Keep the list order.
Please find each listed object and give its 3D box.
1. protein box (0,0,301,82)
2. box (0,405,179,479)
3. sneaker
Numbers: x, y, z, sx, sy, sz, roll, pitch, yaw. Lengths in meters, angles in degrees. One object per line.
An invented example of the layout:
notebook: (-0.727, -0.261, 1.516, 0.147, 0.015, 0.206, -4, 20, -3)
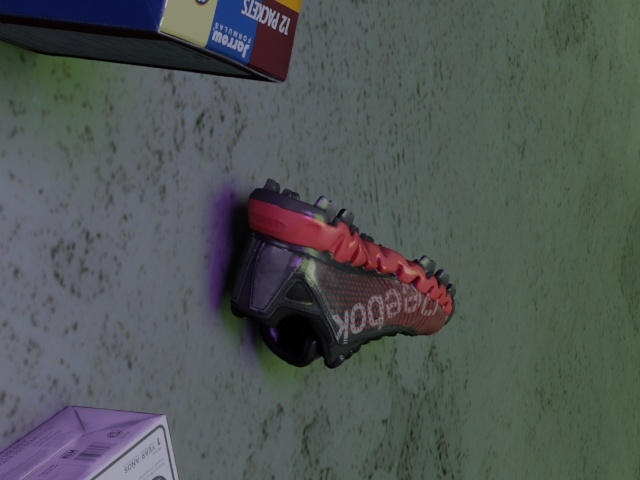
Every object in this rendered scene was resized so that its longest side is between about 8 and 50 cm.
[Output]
protein box: (-0.119, -0.215, 0.896, 0.136, 0.201, 0.199, 14, 87, -60)
box: (-0.156, 0.278, 0.992, 0.169, 0.087, 0.289, -37, 123, -54)
sneaker: (0.017, 0.050, 1.258, 0.276, 0.098, 0.135, 27, 84, -52)
